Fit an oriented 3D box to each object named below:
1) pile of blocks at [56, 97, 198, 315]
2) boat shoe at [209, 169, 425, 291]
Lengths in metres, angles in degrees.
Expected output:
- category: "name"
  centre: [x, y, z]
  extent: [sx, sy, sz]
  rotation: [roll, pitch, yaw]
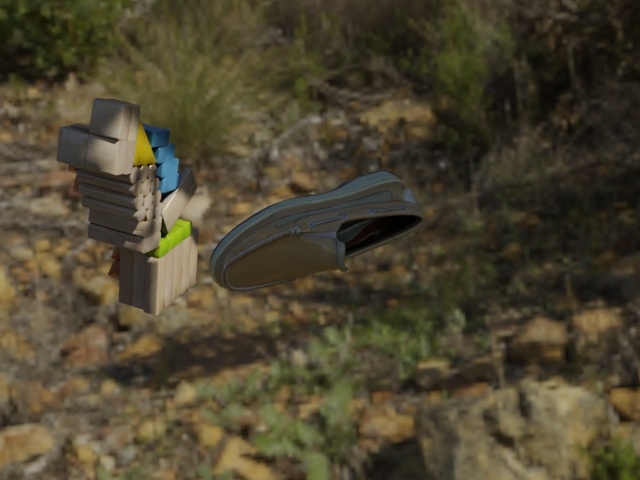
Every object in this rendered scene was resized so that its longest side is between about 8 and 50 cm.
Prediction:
- category: "pile of blocks"
  centre: [-0.246, -0.062, 1.688]
  extent: [0.112, 0.362, 0.149]
  rotation: [15, 52, 20]
- category: "boat shoe"
  centre: [0.000, 0.000, 1.137]
  extent: [0.190, 0.068, 0.072]
  rotation: [-26, 44, -12]
